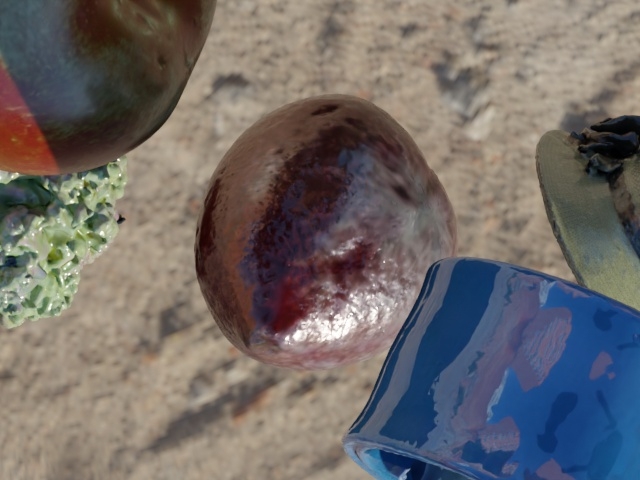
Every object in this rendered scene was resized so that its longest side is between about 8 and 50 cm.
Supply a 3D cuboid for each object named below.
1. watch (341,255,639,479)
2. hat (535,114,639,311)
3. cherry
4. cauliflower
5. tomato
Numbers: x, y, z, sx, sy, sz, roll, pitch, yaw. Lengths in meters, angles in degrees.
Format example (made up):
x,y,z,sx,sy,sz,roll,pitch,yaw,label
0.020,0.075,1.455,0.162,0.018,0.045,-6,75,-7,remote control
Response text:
x,y,z,sx,sy,sz,roll,pitch,yaw,label
0.157,0.128,1.141,0.274,0.305,0.241,28,74,-6,watch
0.283,-0.004,1.360,0.130,0.257,0.257,-32,108,22,hat
0.000,0.000,1.601,0.203,0.300,0.230,-4,120,36,cherry
-0.310,-0.049,1.700,0.315,0.239,0.256,1,99,-49,cauliflower
-0.199,-0.176,1.173,0.222,0.270,0.270,2,106,27,tomato
